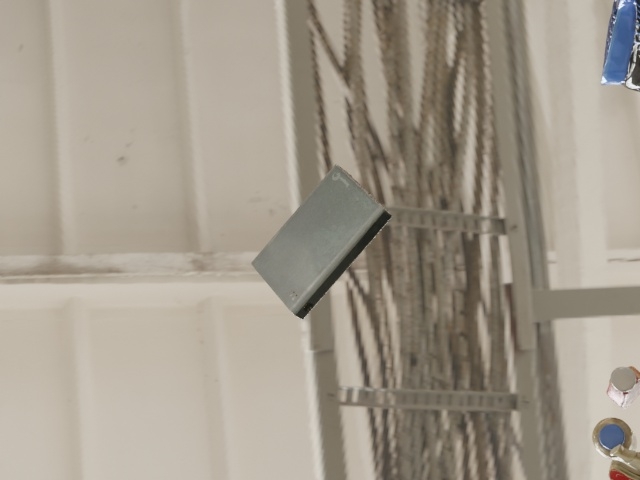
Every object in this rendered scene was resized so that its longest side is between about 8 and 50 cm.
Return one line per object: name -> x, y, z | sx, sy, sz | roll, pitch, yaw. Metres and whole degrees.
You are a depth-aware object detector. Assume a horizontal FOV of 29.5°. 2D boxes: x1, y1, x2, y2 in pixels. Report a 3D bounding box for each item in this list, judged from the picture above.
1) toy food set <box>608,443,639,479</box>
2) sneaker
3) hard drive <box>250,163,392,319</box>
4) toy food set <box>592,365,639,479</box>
toy food set -> 0.317, 0.230, 1.119 | 0.122, 0.078, 0.019 | 21, -121, 5
sneaker -> 0.291, -0.204, 0.998 | 0.090, 0.232, 0.081 | 8, -117, 8
hard drive -> 0.000, 0.000, 1.200 | 0.135, 0.094, 0.022 | -49, -46, 6
toy food set -> 0.342, 0.161, 1.192 | 0.232, 0.104, 0.111 | -45, -112, 3
